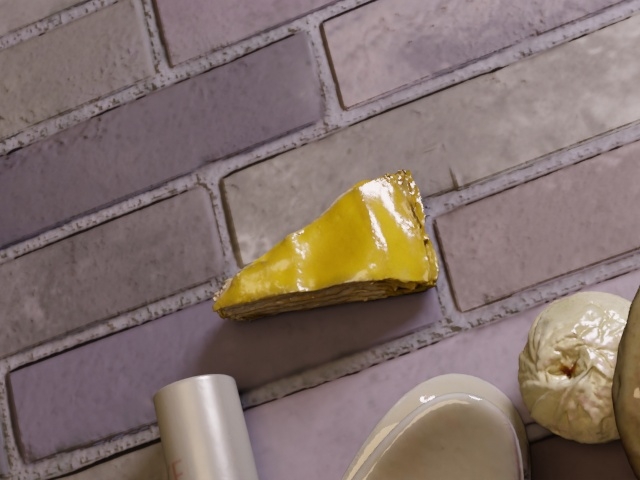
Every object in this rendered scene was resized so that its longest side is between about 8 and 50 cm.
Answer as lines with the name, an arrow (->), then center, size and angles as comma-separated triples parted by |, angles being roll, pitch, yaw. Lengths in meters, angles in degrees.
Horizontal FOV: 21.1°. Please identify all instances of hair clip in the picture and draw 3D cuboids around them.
hair clip -> 0.070, 0.222, 1.235 | 0.172, 0.113, 0.282 | 20, 78, 4

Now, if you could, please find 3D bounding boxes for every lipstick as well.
lipstick -> -0.072, 0.234, 1.328 | 0.070, 0.070, 0.254 | -20, 68, 16

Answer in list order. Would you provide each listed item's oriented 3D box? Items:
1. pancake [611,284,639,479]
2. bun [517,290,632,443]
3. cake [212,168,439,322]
pancake -> 0.346, 0.096, 1.177 | 0.294, 0.049, 0.294 | -3, 72, 9
bun -> 0.197, 0.091, 1.257 | 0.115, 0.069, 0.115 | -6, 73, 19
cake -> -0.002, -0.001, 1.364 | 0.185, 0.080, 0.116 | -7, 75, 25
